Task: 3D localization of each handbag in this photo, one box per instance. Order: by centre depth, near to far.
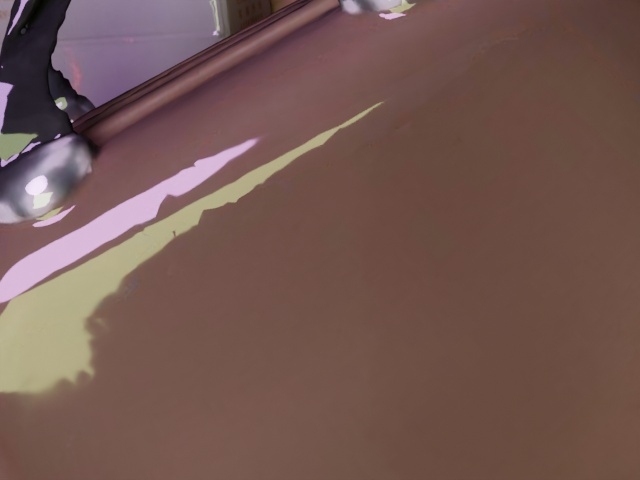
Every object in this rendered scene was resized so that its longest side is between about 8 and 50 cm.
[{"bbox_3d":[0.000,0.000,0.590,0.302,0.149,0.283,-30,106,3],"label":"handbag"}]

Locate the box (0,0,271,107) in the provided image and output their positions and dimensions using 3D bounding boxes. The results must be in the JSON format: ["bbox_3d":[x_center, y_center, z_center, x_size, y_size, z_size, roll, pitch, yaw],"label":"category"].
[{"bbox_3d":[-0.092,-0.008,0.708,0.149,0.067,0.233,-1,104,14],"label":"box"}]
